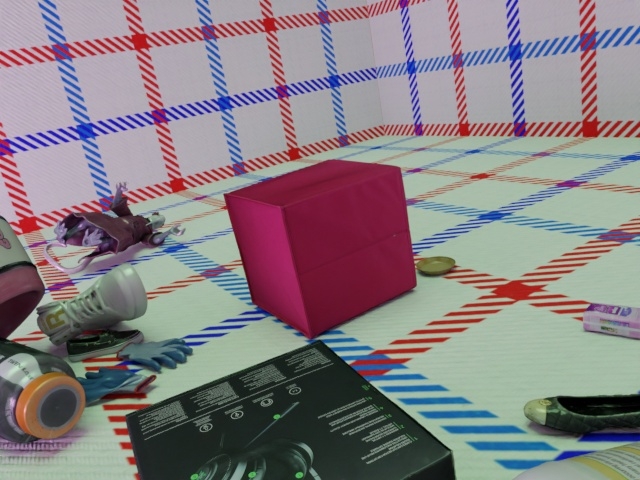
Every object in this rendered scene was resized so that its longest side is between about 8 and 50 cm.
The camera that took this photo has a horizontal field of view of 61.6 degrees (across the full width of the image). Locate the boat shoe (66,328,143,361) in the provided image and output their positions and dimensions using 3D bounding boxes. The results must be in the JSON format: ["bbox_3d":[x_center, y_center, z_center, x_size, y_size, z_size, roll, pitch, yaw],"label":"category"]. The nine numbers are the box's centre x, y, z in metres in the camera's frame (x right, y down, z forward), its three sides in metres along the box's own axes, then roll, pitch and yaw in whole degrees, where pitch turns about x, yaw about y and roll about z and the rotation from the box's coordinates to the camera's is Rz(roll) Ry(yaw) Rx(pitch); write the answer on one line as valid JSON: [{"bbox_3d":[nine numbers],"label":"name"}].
[{"bbox_3d":[-0.418,0.195,1.040,0.142,0.040,0.049,-15,18,-13],"label":"boat shoe"}]

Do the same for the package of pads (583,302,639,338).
[{"bbox_3d":[0.442,0.118,0.804,0.083,0.032,0.050,5,21,40],"label":"package of pads"}]

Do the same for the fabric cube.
[{"bbox_3d":[0.000,0.000,1.058,0.258,0.259,0.254,-22,22,-28],"label":"fabric cube"}]

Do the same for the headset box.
[{"bbox_3d":[-0.036,0.242,0.525,0.246,0.131,0.283,-18,19,-23],"label":"headset box"}]

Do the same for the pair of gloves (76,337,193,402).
[{"bbox_3d":[-0.327,0.224,0.935,0.159,0.023,0.198,-4,18,26],"label":"pair of gloves"}]

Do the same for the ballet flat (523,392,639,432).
[{"bbox_3d":[0.325,0.189,0.619,0.173,0.049,0.057,-6,17,14],"label":"ballet flat"}]

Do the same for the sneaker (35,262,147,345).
[{"bbox_3d":[-0.451,0.138,1.040,0.169,0.108,0.292,-23,-5,-39],"label":"sneaker"}]

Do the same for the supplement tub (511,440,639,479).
[{"bbox_3d":[0.234,0.218,0.267,0.331,0.241,0.241,-11,17,-3],"label":"supplement tub"}]

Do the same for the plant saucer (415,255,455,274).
[{"bbox_3d":[0.245,0.055,1.140,0.083,0.015,0.083,-9,18,3],"label":"plant saucer"}]

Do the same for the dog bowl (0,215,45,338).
[{"bbox_3d":[-0.660,0.142,0.907,0.408,0.150,0.408,-44,4,4],"label":"dog bowl"}]

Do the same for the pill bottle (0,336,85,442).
[{"bbox_3d":[-0.463,0.227,0.819,0.245,0.130,0.130,3,22,36],"label":"pill bottle"}]

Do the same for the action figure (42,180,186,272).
[{"bbox_3d":[-0.615,-0.014,1.689,0.276,0.248,0.370,-49,-11,20],"label":"action figure"}]
